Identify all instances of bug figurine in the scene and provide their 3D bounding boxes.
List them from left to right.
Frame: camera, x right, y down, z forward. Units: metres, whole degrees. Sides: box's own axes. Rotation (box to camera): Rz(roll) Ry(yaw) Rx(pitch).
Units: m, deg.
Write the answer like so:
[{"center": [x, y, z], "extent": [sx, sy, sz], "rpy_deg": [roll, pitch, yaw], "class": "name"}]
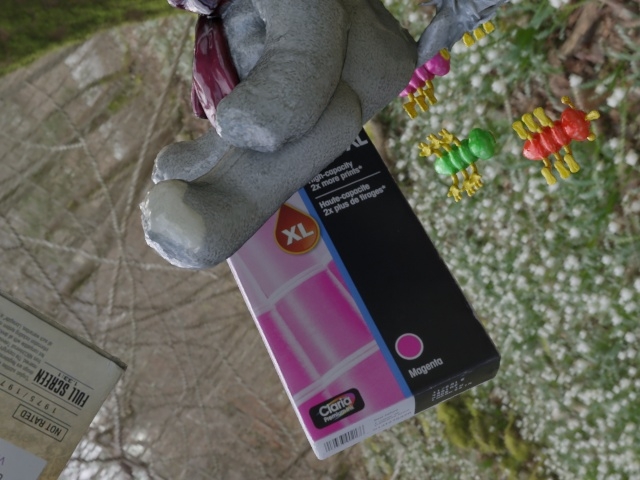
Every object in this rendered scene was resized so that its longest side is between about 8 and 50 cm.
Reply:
[{"center": [0.196, -0.185, 0.996], "extent": [0.279, 0.216, 0.072], "rpy_deg": [58, -148, -6], "class": "bug figurine"}]

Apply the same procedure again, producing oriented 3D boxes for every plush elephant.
[{"center": [-0.057, -0.181, 0.568], "extent": [0.255, 0.330, 0.272], "rpy_deg": [51, -172, -17], "class": "plush elephant"}]

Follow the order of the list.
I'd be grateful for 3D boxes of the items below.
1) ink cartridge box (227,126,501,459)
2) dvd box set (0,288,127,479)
[{"center": [0.000, 0.000, 0.772], "extent": [0.069, 0.175, 0.371], "rpy_deg": [79, 165, -59], "class": "ink cartridge box"}, {"center": [-0.335, 0.168, 0.401], "extent": [0.307, 0.420, 0.062], "rpy_deg": [37, 162, -26], "class": "dvd box set"}]
